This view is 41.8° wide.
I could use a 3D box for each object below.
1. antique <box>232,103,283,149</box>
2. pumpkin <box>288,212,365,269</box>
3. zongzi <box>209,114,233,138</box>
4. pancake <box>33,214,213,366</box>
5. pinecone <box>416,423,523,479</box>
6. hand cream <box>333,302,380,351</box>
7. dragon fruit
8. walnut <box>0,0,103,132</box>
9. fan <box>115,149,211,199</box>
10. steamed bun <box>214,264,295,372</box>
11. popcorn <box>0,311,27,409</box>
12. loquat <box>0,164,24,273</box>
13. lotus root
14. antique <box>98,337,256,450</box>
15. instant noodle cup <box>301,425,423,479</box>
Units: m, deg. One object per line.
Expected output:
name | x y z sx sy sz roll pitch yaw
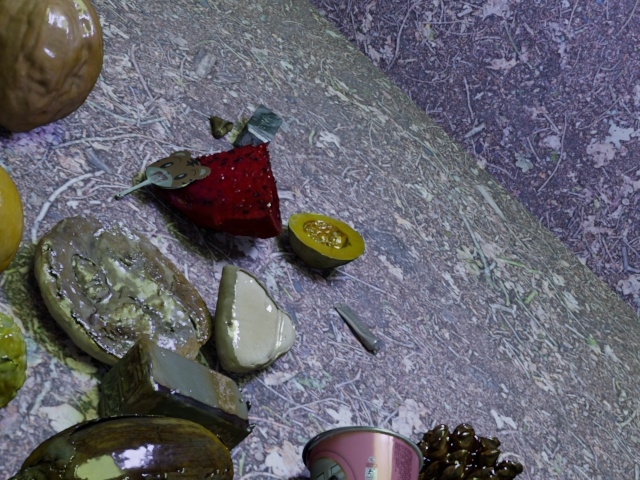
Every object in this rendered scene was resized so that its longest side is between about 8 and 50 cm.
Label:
antique | -0.183 -0.315 2.454 0.088 0.086 0.183 35 29 -9
pumpkin | 0.000 0.016 2.216 0.217 0.110 0.217 18 34 -13
zongzi | -0.300 -0.330 2.392 0.083 0.040 0.076 31 35 7
pancake | -0.384 0.105 1.643 0.387 0.082 0.387 32 31 -22
pinecone | 0.294 0.504 1.770 0.243 0.243 0.257 7 13 -45
hand cream | 0.097 0.218 2.122 0.057 0.037 0.165 -2 43 -51
dragon fruit | -0.235 -0.134 2.034 0.330 0.240 0.302 12 -8 6
walnut | -0.617 -0.415 1.815 0.306 0.344 0.306 19 27 -10
fan | -0.377 -0.147 1.955 0.226 0.008 0.152 -27 43 -27
steamed bun | -0.152 0.193 1.778 0.212 0.110 0.231 33 48 -43
popcorn | -0.548 0.170 1.262 0.212 0.198 0.198 29 30 -5
loquat | -0.626 -0.050 1.383 0.275 0.275 0.275 29 31 -20
lotus root | -0.301 0.370 1.296 0.196 0.179 0.397 40 20 34
antique | -0.243 0.293 1.515 0.284 0.150 0.125 28 30 -38
instant noodle cup | 0.076 0.506 1.529 0.244 0.244 0.255 28 40 -22
